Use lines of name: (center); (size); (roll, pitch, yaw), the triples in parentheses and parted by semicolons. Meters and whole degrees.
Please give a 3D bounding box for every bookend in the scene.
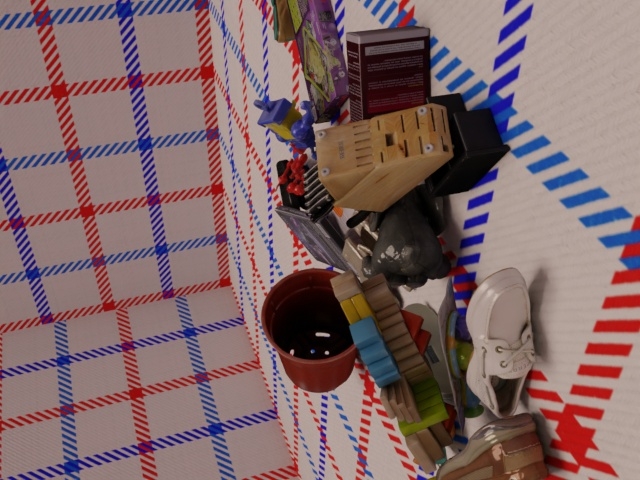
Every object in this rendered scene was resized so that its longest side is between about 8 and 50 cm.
bookend: (0.206, -0.170, 1.111); (0.157, 0.072, 0.156); (123, 134, -68)

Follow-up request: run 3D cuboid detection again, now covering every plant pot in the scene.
plant pot: (-0.008, 0.258, 1.882); (0.265, 0.272, 0.272); (86, 165, -54)

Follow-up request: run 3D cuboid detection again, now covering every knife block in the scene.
knife block: (0.093, -0.104, 1.174); (0.242, 0.275, 0.088); (42, -141, -63)

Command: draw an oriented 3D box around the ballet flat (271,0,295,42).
ballet flat: (-0.098, -0.627, 1.892); (0.080, 0.073, 0.232); (119, 144, -73)

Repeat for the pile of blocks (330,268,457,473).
pile of blocks: (0.145, 0.205, 1.192); (0.362, 0.112, 0.149); (62, -170, -6)

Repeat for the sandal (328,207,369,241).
sandal: (0.069, -0.070, 1.667); (0.102, 0.076, 0.265); (63, 170, 12)

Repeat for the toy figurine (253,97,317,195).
toy figurine: (-0.074, -0.244, 1.674); (0.217, 0.191, 0.362); (39, 171, -22)

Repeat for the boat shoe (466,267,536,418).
boat shoe: (0.278, 0.160, 1.055); (0.096, 0.098, 0.277); (-119, 14, -47)

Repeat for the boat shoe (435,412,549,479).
boat shoe: (0.278, 0.395, 1.171); (0.324, 0.123, 0.116); (98, 153, -55)

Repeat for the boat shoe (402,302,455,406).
boat shoe: (0.208, 0.221, 1.365); (0.227, 0.079, 0.081); (-109, 5, -47)

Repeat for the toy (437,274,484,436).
toy: (0.248, 0.192, 1.203); (0.137, 0.056, 0.237); (-55, -42, -60)

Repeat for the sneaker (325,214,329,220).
sneaker: (0.010, -0.036, 1.959); (0.058, 0.052, 0.135); (-114, 20, -51)

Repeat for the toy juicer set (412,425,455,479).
toy juicer set: (0.218, 0.360, 1.443); (0.209, 0.089, 0.329); (-103, 0, -63)

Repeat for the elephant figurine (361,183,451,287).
elephant figurine: (0.147, -0.045, 1.297); (0.186, 0.169, 0.240); (-22, 61, 46)

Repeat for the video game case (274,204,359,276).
video game case: (0.000, 0.000, 1.807); (0.196, 0.026, 0.274); (51, 167, -24)

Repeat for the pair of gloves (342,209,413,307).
pair of gloves: (0.117, 0.055, 1.552); (0.204, 0.042, 0.240); (55, 158, 17)

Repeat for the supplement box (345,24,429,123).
supplement box: (0.121, -0.246, 1.255); (0.073, 0.130, 0.240); (-132, 35, -63)

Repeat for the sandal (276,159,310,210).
sandal: (-0.067, -0.166, 2.089); (0.446, 0.107, 0.168); (-112, 13, -76)

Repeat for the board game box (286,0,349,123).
board game box: (-0.009, -0.478, 1.724); (0.208, 0.056, 0.347); (143, 115, -78)
